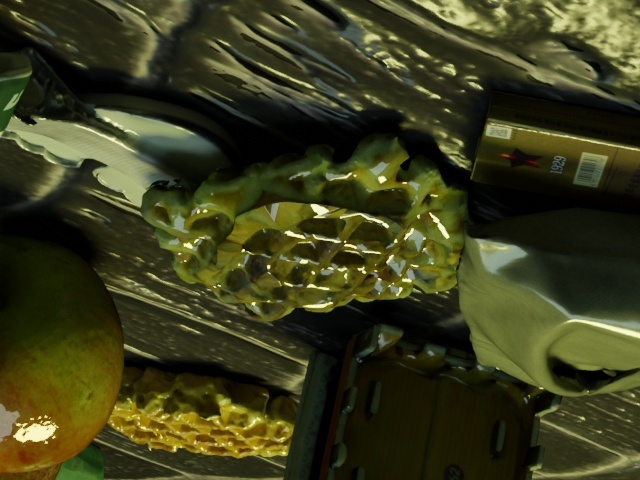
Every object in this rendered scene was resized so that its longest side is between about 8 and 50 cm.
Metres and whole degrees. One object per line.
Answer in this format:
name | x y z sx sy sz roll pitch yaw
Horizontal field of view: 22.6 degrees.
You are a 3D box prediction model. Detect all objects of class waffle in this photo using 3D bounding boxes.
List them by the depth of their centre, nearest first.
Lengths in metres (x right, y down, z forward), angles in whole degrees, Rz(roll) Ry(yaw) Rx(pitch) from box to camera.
waffle | 0.000 0.003 1.095 0.223 0.054 0.204 -12 154 21
waffle | -0.120 0.178 1.648 0.211 0.055 0.160 1 158 27

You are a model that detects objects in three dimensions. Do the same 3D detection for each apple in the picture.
apple | -0.254 0.086 1.308 0.196 0.196 0.196 10 159 4

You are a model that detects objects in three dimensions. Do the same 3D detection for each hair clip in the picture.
hair clip | -0.134 -0.059 1.064 0.140 0.054 0.220 -14 150 40

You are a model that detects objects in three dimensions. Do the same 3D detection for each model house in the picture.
model house | 0.070 0.203 1.380 0.198 0.224 0.215 17 158 -15

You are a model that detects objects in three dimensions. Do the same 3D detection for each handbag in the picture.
handbag | 0.244 0.055 1.064 0.316 0.109 0.253 5 165 3

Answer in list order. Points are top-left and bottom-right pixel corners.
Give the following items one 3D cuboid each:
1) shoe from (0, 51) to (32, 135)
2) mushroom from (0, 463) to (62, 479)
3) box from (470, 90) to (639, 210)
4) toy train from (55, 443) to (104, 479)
shoe | -0.287 -0.136 0.919 0.265 0.095 0.110 38 113 -22
mushroom | -0.356 0.167 1.486 0.297 0.278 0.163 -19 132 24
box | 0.161 -0.050 0.963 0.133 0.023 0.090 10 158 4
toy train | -0.451 0.255 1.914 0.237 0.150 0.369 -9 152 25
